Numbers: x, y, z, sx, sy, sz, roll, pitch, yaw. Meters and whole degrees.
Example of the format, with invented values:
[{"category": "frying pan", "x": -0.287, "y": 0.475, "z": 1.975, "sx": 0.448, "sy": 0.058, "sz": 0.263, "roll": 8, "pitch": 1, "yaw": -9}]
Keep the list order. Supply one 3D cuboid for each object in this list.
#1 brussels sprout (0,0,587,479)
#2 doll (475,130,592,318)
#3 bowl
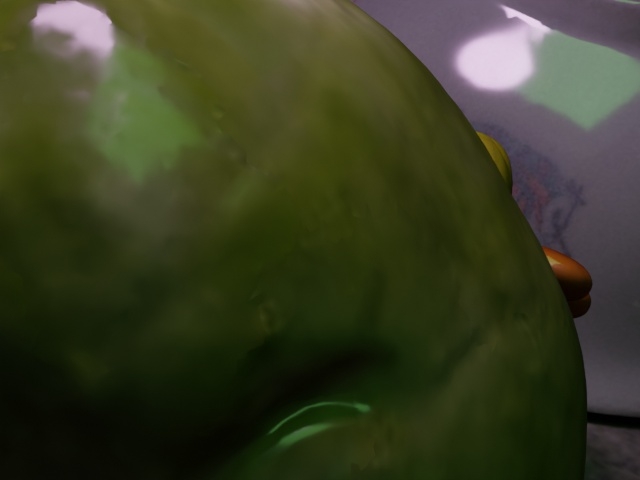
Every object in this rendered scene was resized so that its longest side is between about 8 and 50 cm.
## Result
[{"category": "brussels sprout", "x": -0.055, "y": 0.046, "z": 0.613, "sx": 0.274, "sy": 0.316, "sz": 0.242, "roll": 34, "pitch": 64, "yaw": -2}, {"category": "doll", "x": 0.000, "y": 0.000, "z": 0.799, "sx": 0.221, "sy": 0.135, "sz": 0.143, "roll": 12, "pitch": -13, "yaw": 7}, {"category": "bowl", "x": 0.124, "y": -0.076, "z": 0.973, "sx": 0.346, "sy": 0.157, "sz": 0.345, "roll": 11, "pitch": 32, "yaw": -7}]
